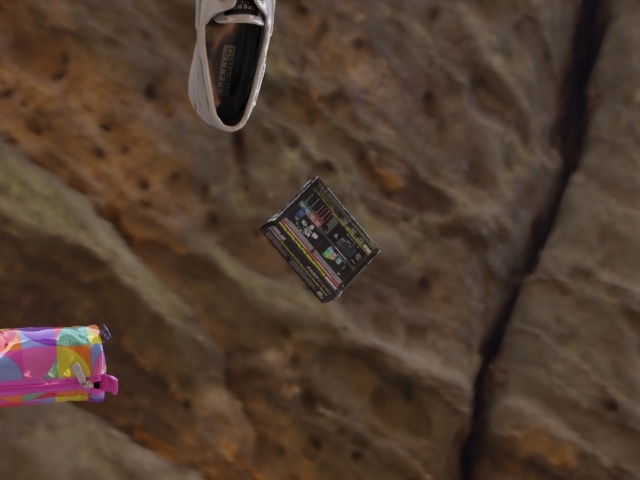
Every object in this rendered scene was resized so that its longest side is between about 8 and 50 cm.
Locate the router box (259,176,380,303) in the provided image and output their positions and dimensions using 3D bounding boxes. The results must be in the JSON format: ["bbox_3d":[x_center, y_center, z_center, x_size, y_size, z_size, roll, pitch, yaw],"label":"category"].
[{"bbox_3d":[0.000,0.000,1.706,0.122,0.092,0.038,50,-35,-7],"label":"router box"}]

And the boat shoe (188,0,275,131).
[{"bbox_3d":[-0.082,-0.237,1.458,0.095,0.258,0.084,-4,18,-17],"label":"boat shoe"}]

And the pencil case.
[{"bbox_3d":[-0.367,0.152,1.718,0.236,0.104,0.104,-2,-18,-17],"label":"pencil case"}]
